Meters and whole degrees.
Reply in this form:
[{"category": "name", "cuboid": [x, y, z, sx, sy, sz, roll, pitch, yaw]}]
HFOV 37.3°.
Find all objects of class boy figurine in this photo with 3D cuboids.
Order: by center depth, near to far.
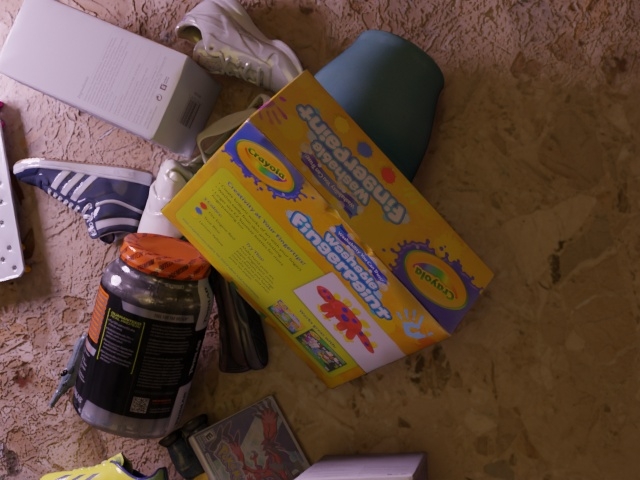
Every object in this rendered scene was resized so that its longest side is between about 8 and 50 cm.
[{"category": "boy figurine", "cuboid": [-0.179, 0.462, 1.768, 0.177, 0.092, 0.285, -36, 81, 3]}]

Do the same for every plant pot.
[{"category": "plant pot", "cuboid": [0.086, -0.222, 1.697, 0.272, 0.271, 0.255, 29, 76, 12]}]

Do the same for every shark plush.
[{"category": "shark plush", "cuboid": [-0.492, 0.250, 1.856, 0.161, 0.067, 0.073, -46, 79, 4]}]

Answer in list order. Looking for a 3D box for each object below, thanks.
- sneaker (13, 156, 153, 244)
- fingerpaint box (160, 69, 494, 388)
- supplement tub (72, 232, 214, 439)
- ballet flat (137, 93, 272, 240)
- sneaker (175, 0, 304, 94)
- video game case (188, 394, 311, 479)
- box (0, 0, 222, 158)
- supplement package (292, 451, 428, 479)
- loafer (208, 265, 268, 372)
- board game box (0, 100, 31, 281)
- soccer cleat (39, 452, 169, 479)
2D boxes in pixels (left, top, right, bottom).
[{"category": "sneaker", "cuboid": [-0.476, -0.076, 1.863, 0.282, 0.099, 0.153, 6, 85, 8]}, {"category": "fingerpaint box", "cuboid": [0.000, 0.000, 1.574, 0.445, 0.371, 0.163, 46, 54, -5]}, {"category": "supplement tub", "cuboid": [-0.317, 0.170, 1.726, 0.207, 0.207, 0.337, 20, 104, 12]}, {"category": "ballet flat", "cuboid": [-0.220, -0.135, 1.793, 0.400, 0.139, 0.139, -39, 80, 4]}, {"category": "sneaker", "cuboid": [-0.148, -0.338, 1.796, 0.152, 0.114, 0.305, -39, 69, -23]}, {"category": "video game case", "cuboid": [-0.117, 0.409, 1.736, 0.183, 0.023, 0.201, -23, 77, -33]}, {"category": "box", "cuboid": [-0.396, -0.311, 1.807, 0.345, 0.215, 0.168, 24, 90, 11]}, {"category": "supplement package", "cuboid": [0.081, 0.482, 1.627, 0.199, 0.263, 0.198, -5, 85, 11]}, {"category": "loafer", "cuboid": [-0.181, 0.104, 1.792, 0.095, 0.109, 0.302, -15, 86, 14]}, {"category": "board game box", "cuboid": [-0.806, -0.075, 1.951, 0.390, 0.050, 0.389, -13, 83, 10]}, {"category": "soccer cleat", "cuboid": [-0.406, 0.458, 1.799, 0.289, 0.093, 0.121, 2, 84, 24]}]
